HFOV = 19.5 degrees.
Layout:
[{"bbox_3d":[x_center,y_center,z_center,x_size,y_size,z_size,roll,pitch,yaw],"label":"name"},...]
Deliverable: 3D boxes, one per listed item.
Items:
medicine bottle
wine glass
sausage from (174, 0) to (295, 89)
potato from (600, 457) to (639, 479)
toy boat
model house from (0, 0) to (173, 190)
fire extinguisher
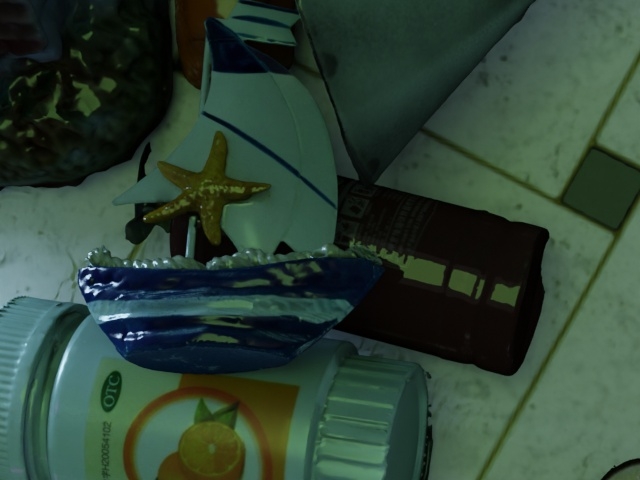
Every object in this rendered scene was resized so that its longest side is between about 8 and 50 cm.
[{"bbox_3d":[-0.086,0.137,1.372,0.318,0.158,0.158,7,84,15],"label":"medicine bottle"},{"bbox_3d":[0.184,-0.219,1.323,0.406,0.267,0.267,-15,78,6],"label":"wine glass"},{"bbox_3d":[-0.069,-0.279,1.463,0.102,0.102,0.330,-2,82,14],"label":"sausage"},{"bbox_3d":[0.238,0.265,1.293,0.117,0.182,0.202,20,65,-20],"label":"potato"},{"bbox_3d":[-0.058,-0.045,1.342,0.221,0.067,0.291,0,62,11],"label":"toy boat"},{"bbox_3d":[-0.326,-0.211,1.386,0.360,0.339,0.297,4,81,16],"label":"model house"},{"bbox_3d":[0.000,0.000,1.400,0.337,0.135,0.114,14,127,15],"label":"fire extinguisher"}]
